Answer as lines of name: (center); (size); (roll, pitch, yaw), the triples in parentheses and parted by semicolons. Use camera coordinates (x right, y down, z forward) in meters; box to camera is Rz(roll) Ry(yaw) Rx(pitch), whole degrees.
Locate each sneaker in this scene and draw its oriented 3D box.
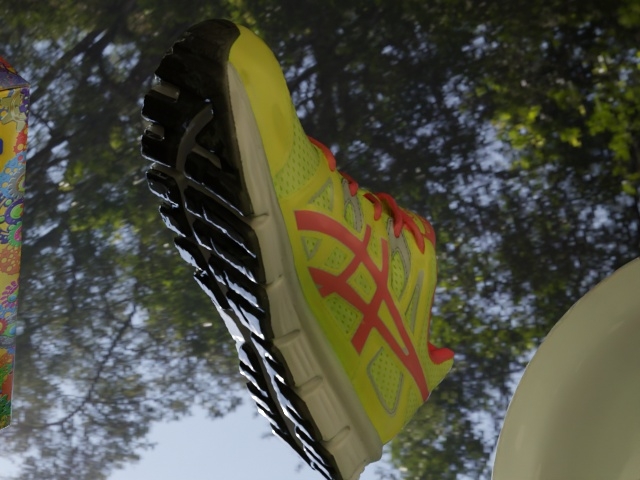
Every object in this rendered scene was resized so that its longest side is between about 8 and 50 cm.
sneaker: (0.000, 0.000, 0.404); (0.094, 0.081, 0.208); (-33, -52, -19)

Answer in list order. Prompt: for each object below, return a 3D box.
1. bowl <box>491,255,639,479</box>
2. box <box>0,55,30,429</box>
bowl: (0.247, 0.148, 0.520); (0.134, 0.298, 0.298); (21, -110, -44)
box: (-0.331, -0.035, 0.605); (0.177, 0.279, 0.290); (-23, -126, -38)
